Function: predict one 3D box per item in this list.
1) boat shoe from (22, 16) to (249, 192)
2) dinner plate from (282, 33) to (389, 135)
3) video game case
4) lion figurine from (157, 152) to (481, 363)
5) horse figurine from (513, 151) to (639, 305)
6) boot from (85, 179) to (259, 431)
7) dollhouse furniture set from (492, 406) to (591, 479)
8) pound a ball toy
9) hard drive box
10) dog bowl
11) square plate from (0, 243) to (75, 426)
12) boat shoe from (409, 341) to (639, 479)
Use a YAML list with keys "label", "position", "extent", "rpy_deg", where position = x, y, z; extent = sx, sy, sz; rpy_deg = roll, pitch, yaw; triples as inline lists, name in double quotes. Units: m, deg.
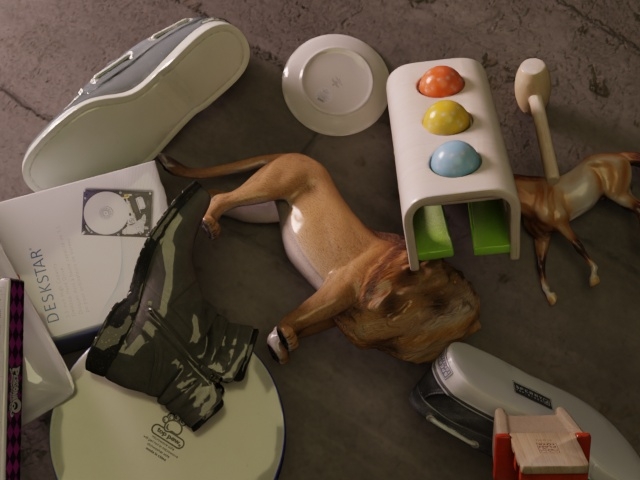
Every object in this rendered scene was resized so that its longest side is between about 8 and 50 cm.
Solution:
- label: "boat shoe"
  position: [-0.235, -0.170, 1.458]
  extent: [0.319, 0.116, 0.099]
  rpy_deg: [-37, 37, -6]
- label: "dinner plate"
  position: [0.021, -0.203, 1.509]
  extent: [0.141, 0.017, 0.141]
  rpy_deg: [1, 76, -3]
- label: "video game case"
  position: [-0.419, 0.156, 1.247]
  extent: [0.210, 0.042, 0.232]
  rpy_deg: [-2, 84, 12]
- label: "lion figurine"
  position: [0.000, 0.000, 1.392]
  extent: [0.240, 0.142, 0.392]
  rpy_deg: [-31, 75, -19]
- label: "horse figurine"
  position: [0.336, -0.040, 1.464]
  extent: [0.263, 0.066, 0.174]
  rpy_deg: [-26, 84, -8]
- label: "boot"
  position: [-0.137, 0.072, 1.292]
  extent: [0.161, 0.083, 0.246]
  rpy_deg: [26, 80, -4]
- label: "dollhouse furniture set"
  position: [0.227, 0.322, 1.263]
  extent: [0.262, 0.135, 0.259]
  rpy_deg: [-1, 109, -1]
- label: "pound a ball toy"
  position: [0.188, -0.121, 1.375]
  extent: [0.208, 0.136, 0.319]
  rpy_deg: [-6, 40, 4]
- label: "hard drive box"
  position: [-0.279, 0.029, 1.387]
  extent: [0.232, 0.089, 0.181]
  rpy_deg: [-17, 76, -8]
- label: "dog bowl"
  position: [-0.170, 0.222, 1.334]
  extent: [0.265, 0.104, 0.265]
  rpy_deg: [1, 75, -4]
- label: "square plate"
  position: [-0.495, 0.107, 1.316]
  extent: [0.347, 0.049, 0.344]
  rpy_deg: [-32, 78, 8]
- label: "boat shoe"
  position: [0.241, 0.230, 1.366]
  extent: [0.301, 0.102, 0.108]
  rpy_deg: [28, 31, -16]
